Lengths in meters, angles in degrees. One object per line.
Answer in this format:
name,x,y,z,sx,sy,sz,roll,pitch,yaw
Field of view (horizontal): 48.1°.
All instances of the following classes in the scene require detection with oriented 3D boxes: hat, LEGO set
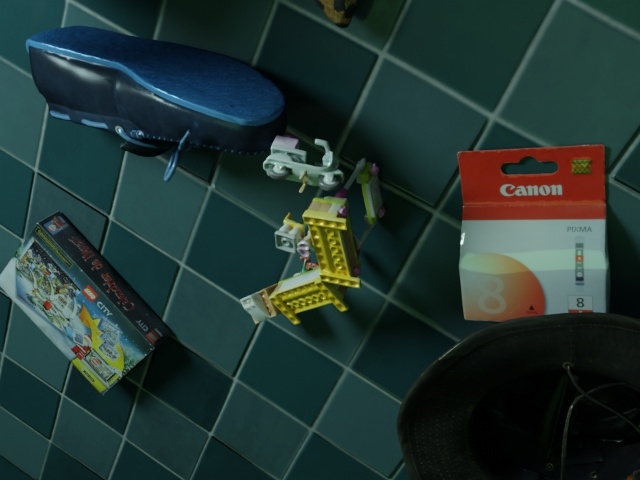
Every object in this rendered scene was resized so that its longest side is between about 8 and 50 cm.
hat,0.249,0.176,0.734,0.331,0.134,0.331,6,119,12
LEGO set,0.000,0.000,0.789,0.132,0.107,0.287,25,142,8

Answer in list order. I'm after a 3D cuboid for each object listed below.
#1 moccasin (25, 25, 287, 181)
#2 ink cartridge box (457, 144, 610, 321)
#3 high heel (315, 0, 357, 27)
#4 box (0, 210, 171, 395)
moccasin,-0.177,-0.151,0.794,0.342,0.137,0.117,25,128,30
ink cartridge box,0.211,-0.001,0.716,0.145,0.045,0.179,0,117,25
high heel,-0.038,-0.298,0.601,0.093,0.186,0.261,-5,112,27
box,-0.341,0.094,1.025,0.233,0.044,0.159,48,124,-3
